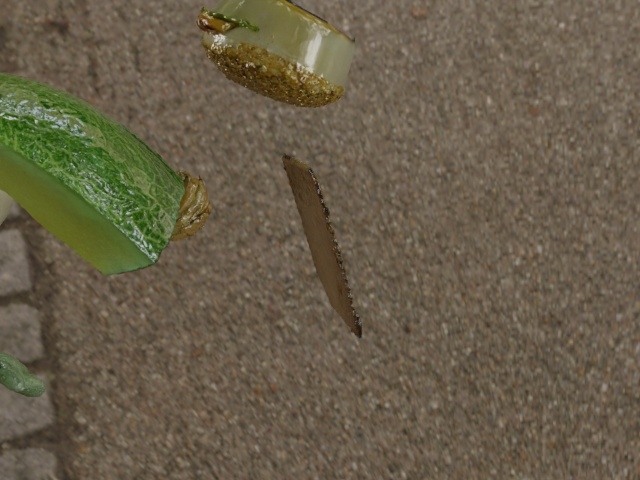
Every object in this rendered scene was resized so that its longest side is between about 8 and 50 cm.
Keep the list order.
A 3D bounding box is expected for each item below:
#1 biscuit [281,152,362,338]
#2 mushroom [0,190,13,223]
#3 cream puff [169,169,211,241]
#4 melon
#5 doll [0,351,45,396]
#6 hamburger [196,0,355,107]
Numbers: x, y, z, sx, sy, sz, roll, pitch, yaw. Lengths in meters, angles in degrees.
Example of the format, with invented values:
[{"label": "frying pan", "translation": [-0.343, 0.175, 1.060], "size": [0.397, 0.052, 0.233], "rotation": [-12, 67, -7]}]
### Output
[{"label": "biscuit", "translation": [0.000, 0.000, 1.407], "size": [0.013, 0.232, 0.237], "rotation": [-19, 13, -7]}, {"label": "mushroom", "translation": [-0.625, -0.113, 1.471], "size": [0.325, 0.353, 0.353], "rotation": [-29, 54, 4]}, {"label": "cream puff", "translation": [-0.255, -0.060, 1.915], "size": [0.119, 0.104, 0.133], "rotation": [-4, 68, 29]}, {"label": "melon", "translation": [-0.302, -0.096, 1.093], "size": [0.124, 0.323, 0.196], "rotation": [-49, 20, 21]}, {"label": "doll", "translation": [-0.422, 0.167, 1.352], "size": [0.077, 0.150, 0.115], "rotation": [-46, 49, 0]}, {"label": "hamburger", "translation": [-0.081, -0.343, 1.889], "size": [0.294, 0.276, 0.179], "rotation": [30, 97, -1]}]
